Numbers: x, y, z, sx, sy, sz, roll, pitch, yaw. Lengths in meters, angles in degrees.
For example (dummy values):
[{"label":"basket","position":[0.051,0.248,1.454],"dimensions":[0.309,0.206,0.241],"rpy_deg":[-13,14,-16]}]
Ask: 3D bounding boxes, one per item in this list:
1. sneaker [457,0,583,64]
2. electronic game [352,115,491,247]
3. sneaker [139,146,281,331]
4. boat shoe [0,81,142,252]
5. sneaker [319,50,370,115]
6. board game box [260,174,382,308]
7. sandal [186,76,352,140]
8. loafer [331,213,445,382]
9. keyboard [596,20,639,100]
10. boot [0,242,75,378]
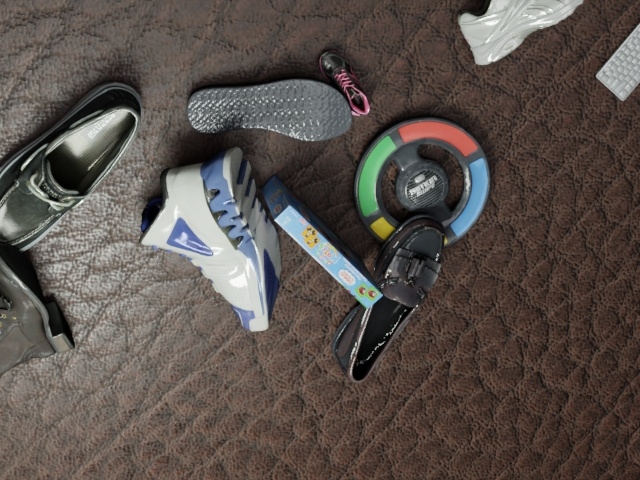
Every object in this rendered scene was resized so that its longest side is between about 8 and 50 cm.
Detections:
[{"label":"sneaker","position":[0.313,-0.372,1.969],"dimensions":[0.232,0.090,0.115],"rpy_deg":[-34,104,10]},{"label":"electronic game","position":[0.164,-0.088,2.066],"dimensions":[0.229,0.048,0.229],"rpy_deg":[-4,110,-10]},{"label":"sneaker","position":[-0.177,-0.007,1.992],"dimensions":[0.182,0.127,0.316],"rpy_deg":[-3,130,16]},{"label":"boat shoe","position":[-0.395,-0.101,1.905],"dimensions":[0.121,0.119,0.335],"rpy_deg":[39,98,-21]},{"label":"sneaker","position":[0.042,-0.241,1.983],"dimensions":[0.047,0.057,0.119],"rpy_deg":[-35,111,3]},{"label":"board game box","position":[0.000,0.000,2.002],"dimensions":[0.039,0.160,0.211],"rpy_deg":[-43,111,6]},{"label":"sandal","position":[-0.077,-0.209,1.975],"dimensions":[0.254,0.054,0.097],"rpy_deg":[4,107,-2]},{"label":"loafer","position":[0.120,0.102,2.075],"dimensions":[0.109,0.095,0.303],"rpy_deg":[22,113,-20]},{"label":"keyboard","position":[0.551,-0.345,2.076],"dimensions":[0.072,0.014,0.256],"rpy_deg":[37,98,-21]},{"label":"boot","position":[-0.518,0.140,1.954],"dimensions":[0.229,0.091,0.263],"rpy_deg":[-24,134,-2]}]
